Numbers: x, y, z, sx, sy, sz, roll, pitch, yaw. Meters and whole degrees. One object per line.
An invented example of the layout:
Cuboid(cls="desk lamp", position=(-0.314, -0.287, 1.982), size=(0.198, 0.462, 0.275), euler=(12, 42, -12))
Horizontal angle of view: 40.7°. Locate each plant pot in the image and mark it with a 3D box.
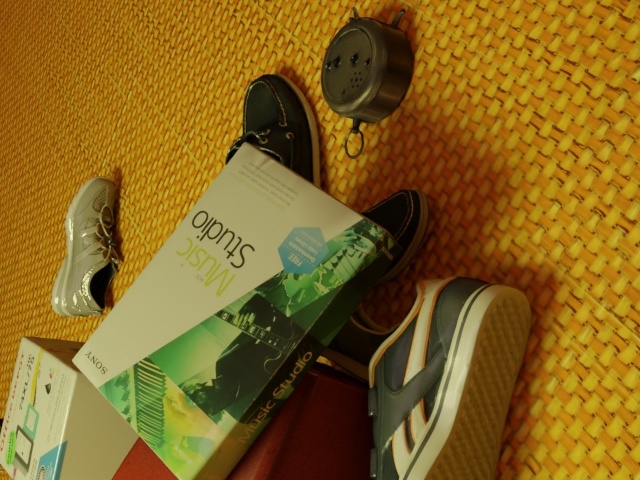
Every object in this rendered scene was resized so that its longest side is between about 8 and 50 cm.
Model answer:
Cuboid(cls="plant pot", position=(-0.044, 0.255, 0.998), size=(0.267, 0.267, 0.235), euler=(16, 83, 52))

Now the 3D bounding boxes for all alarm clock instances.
Cuboid(cls="alarm clock", position=(0.052, -0.200, 1.109), size=(0.129, 0.064, 0.192), euler=(8, 93, 52))

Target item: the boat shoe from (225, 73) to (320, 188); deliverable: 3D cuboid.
Cuboid(cls="boat shoe", position=(-0.077, -0.098, 1.207), size=(0.127, 0.113, 0.340), euler=(-30, 60, 45))

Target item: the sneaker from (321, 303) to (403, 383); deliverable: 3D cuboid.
Cuboid(cls="sneaker", position=(0.017, 0.098, 1.050), size=(0.192, 0.064, 0.086), euler=(25, 102, 19))

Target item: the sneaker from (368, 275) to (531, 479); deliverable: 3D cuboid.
Cuboid(cls="sneaker", position=(0.115, 0.193, 0.903), size=(0.127, 0.126, 0.321), euler=(15, 84, 48))

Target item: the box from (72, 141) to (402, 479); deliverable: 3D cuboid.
Cuboid(cls="box", position=(-0.097, 0.072, 0.925), size=(0.232, 0.058, 0.322), euler=(34, 85, 37))

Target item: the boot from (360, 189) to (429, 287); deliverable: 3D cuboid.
Cuboid(cls="boot", position=(0.000, 0.002, 1.031), size=(0.236, 0.179, 0.085), euler=(-43, 40, 40))

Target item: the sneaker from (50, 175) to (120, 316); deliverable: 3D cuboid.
Cuboid(cls="sneaker", position=(-0.428, 0.016, 1.671), size=(0.115, 0.105, 0.281), euler=(9, 88, 22))

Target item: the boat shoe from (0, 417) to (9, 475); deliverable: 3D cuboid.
Cuboid(cls="boat shoe", position=(-0.660, 0.450, 1.862), size=(0.285, 0.105, 0.089), euler=(2, 89, 62))

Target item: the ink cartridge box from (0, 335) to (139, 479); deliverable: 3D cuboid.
Cuboid(cls="ink cartridge box", position=(-0.325, 0.267, 1.254), size=(0.270, 0.197, 0.198), euler=(8, 86, 57))
